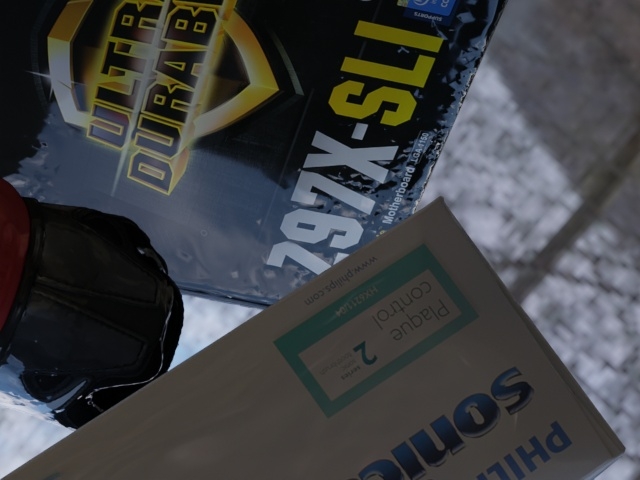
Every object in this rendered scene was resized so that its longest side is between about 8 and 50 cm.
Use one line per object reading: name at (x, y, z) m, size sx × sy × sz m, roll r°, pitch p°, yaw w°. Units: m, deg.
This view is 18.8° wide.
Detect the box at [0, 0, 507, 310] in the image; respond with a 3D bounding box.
box at (-0.055, -0.106, 0.959) m, size 0.257 × 0.322 × 0.079 m, roll 11°, pitch -135°, yaw -12°

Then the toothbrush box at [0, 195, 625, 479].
toothbrush box at (-0.023, 0.131, 0.818) m, size 0.126 × 0.216 × 0.295 m, roll 54°, pitch 164°, yaw 11°

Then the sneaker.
sneaker at (-0.138, 0.035, 0.878) m, size 0.135 × 0.098 × 0.276 m, roll 17°, pitch 169°, yaw -17°
